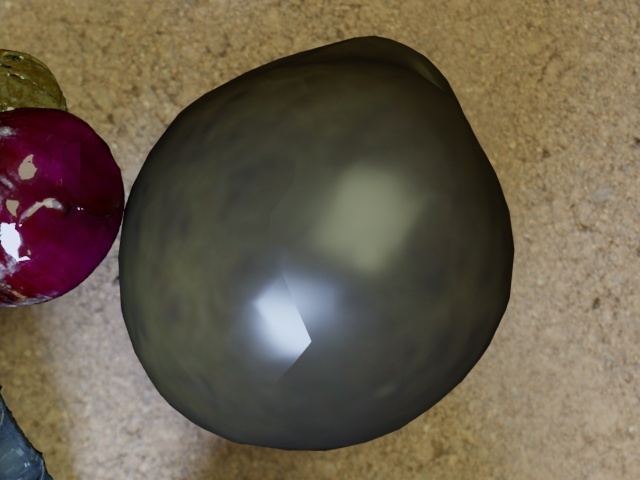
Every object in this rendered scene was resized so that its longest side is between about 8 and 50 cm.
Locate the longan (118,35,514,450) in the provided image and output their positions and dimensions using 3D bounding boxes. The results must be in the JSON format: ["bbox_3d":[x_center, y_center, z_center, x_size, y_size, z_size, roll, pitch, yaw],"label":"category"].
[{"bbox_3d":[0.000,0.000,0.965,0.336,0.404,0.404,30,67,-9],"label":"longan"}]

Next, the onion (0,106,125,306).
[{"bbox_3d":[-0.239,-0.046,0.866,0.198,0.135,0.173,51,38,-47],"label":"onion"}]

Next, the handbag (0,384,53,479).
[{"bbox_3d":[-0.315,0.203,0.894,0.175,0.089,0.270,-40,134,-23],"label":"handbag"}]

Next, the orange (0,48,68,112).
[{"bbox_3d":[-0.303,-0.101,1.018,0.157,0.134,0.156,-13,54,18],"label":"orange"}]
